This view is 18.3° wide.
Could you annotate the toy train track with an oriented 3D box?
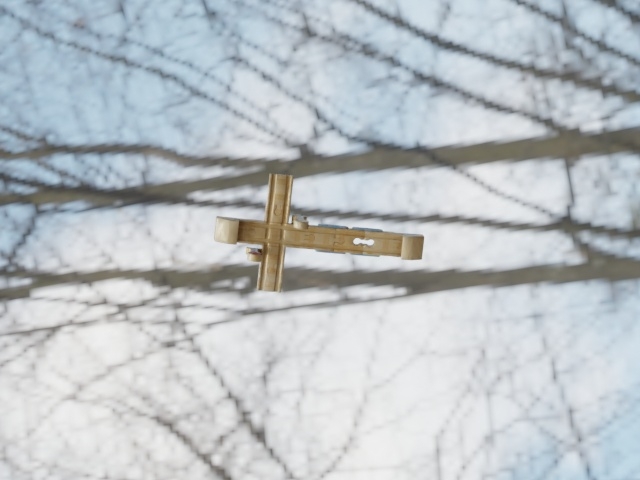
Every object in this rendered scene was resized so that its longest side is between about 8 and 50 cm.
[{"bbox_3d":[0.000,0.000,0.786,0.083,0.014,0.048,5,-78,-6],"label":"toy train track"}]
